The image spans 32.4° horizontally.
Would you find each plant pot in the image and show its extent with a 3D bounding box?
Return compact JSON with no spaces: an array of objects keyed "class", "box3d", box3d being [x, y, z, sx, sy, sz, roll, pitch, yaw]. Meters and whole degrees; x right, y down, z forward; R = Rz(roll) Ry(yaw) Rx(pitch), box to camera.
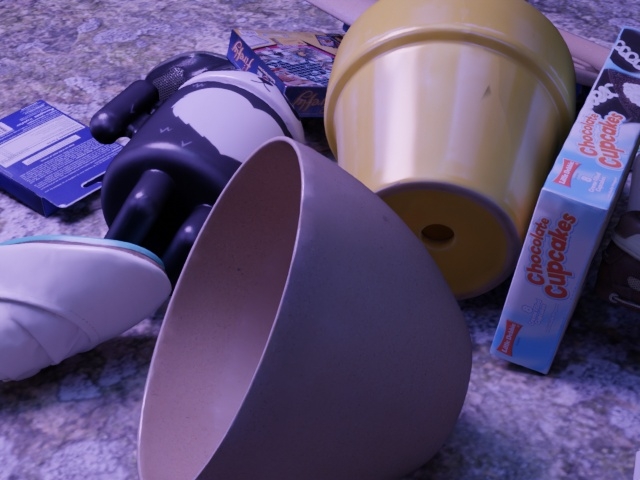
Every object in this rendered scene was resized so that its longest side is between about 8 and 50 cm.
[{"class":"plant pot","box3d":[0.002,0.086,0.847,0.191,0.284,0.284,21,26,-20]},{"class":"plant pot","box3d":[0.120,-0.080,1.069,0.254,0.254,0.239,0,46,13]}]

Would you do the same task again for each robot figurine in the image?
[{"class":"robot figurine","box3d":[-0.119,-0.067,1.151,0.173,0.209,0.278,-7,31,26]}]

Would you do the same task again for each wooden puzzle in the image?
[{"class":"wooden puzzle","box3d":[0.182,-0.231,1.335,0.347,0.081,0.322,4,21,-28]}]

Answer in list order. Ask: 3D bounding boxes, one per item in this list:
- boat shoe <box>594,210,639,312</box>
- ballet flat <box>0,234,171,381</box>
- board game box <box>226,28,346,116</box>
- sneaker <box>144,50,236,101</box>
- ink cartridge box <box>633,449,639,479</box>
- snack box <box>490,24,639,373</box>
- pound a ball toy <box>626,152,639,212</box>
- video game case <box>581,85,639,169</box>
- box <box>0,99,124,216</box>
[{"class":"boat shoe","box3d":[0.348,0.075,0.917,0.257,0.095,0.095,33,21,23]},{"class":"ballet flat","box3d":[-0.330,0.074,1.051,0.400,0.139,0.139,1,34,22]},{"class":"board game box","box3d":[0.026,-0.208,1.372,0.243,0.042,0.165,-3,34,-29]},{"class":"sneaker","box3d":[-0.138,-0.182,1.412,0.227,0.087,0.130,9,30,16]},{"class":"ink cartridge box","box3d":[0.263,0.206,0.750,0.104,0.060,0.180,4,35,20]},{"class":"snack box","box3d":[0.247,-0.047,1.022,0.060,0.187,0.322,21,40,14]},{"class":"pound a ball toy","box3d":[0.459,-0.009,1.003,0.319,0.136,0.208,10,12,25]},{"class":"video game case","box3d":[0.423,-0.143,1.283,0.212,0.023,0.193,-4,33,7]},{"class":"box","box3d":[-0.332,-0.099,1.365,0.225,0.037,0.136,28,47,35]}]
